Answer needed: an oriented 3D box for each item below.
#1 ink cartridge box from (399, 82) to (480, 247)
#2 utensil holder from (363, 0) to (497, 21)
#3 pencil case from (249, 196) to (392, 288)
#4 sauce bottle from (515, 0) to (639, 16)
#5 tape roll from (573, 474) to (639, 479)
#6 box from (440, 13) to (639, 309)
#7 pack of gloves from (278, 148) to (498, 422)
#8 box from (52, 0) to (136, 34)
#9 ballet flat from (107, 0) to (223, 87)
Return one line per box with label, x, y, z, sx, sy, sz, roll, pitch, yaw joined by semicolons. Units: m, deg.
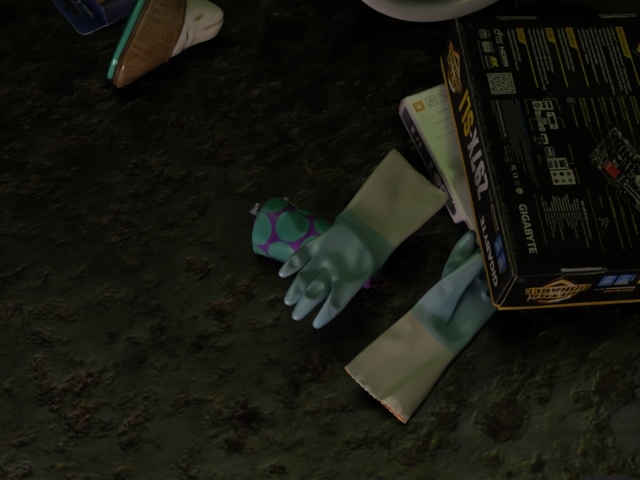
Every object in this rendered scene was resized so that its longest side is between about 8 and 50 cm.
ink cartridge box;0.224;-0.101;1.348;0.206;0.045;0.208;-21;72;-10
utensil holder;0.105;-0.526;1.561;0.328;0.327;0.385;-19;48;-9
pencil case;0.000;0.000;1.295;0.152;0.064;0.070;18;81;20
sauce bottle;0.413;-0.300;1.465;0.345;0.111;0.111;9;52;12
tape roll;0.246;0.297;1.004;0.189;0.080;0.189;-4;49;5
box;0.280;-0.091;1.258;0.257;0.079;0.321;-2;61;-12
pack of gloves;0.086;0.033;1.216;0.195;0.046;0.232;42;62;2
box;-0.261;-0.373;1.664;0.225;0.036;0.136;-30;53;-16
ballet flat;-0.178;-0.335;1.569;0.124;0.116;0.342;19;61;-16
